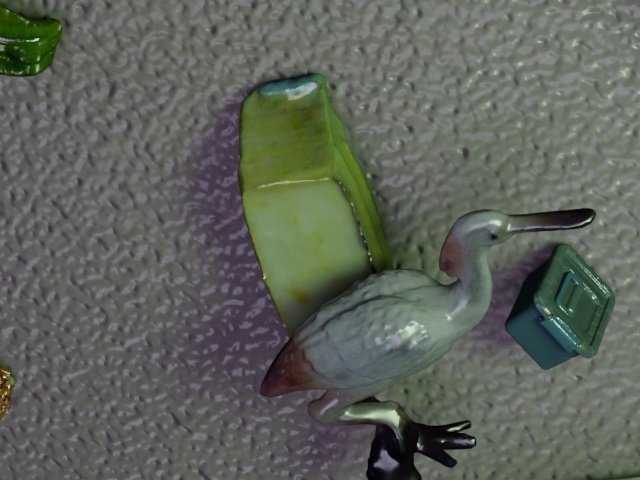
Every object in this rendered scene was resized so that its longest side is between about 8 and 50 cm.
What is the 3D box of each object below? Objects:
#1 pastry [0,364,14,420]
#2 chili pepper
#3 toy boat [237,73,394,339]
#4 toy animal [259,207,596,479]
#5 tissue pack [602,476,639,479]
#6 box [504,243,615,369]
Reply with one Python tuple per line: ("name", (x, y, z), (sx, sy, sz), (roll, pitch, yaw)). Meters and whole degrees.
("pastry", (-0.369, 0.157, 1.713), (0.169, 0.063, 0.087), (-15, 107, 17))
("chili pepper", (-0.322, -0.193, 1.554), (0.204, 0.073, 0.072), (24, 129, 1))
("toy boat", (-0.001, 0.001, 1.569), (0.111, 0.084, 0.276), (-11, 111, 13))
("toy animal", (0.072, 0.070, 1.503), (0.195, 0.090, 0.324), (11, 127, -14))
("tissue pack", (0.259, 0.434, 1.616), (0.264, 0.253, 0.417), (-11, 111, 13))
("box", (0.200, 0.059, 1.554), (0.054, 0.099, 0.074), (-34, 105, 36))
